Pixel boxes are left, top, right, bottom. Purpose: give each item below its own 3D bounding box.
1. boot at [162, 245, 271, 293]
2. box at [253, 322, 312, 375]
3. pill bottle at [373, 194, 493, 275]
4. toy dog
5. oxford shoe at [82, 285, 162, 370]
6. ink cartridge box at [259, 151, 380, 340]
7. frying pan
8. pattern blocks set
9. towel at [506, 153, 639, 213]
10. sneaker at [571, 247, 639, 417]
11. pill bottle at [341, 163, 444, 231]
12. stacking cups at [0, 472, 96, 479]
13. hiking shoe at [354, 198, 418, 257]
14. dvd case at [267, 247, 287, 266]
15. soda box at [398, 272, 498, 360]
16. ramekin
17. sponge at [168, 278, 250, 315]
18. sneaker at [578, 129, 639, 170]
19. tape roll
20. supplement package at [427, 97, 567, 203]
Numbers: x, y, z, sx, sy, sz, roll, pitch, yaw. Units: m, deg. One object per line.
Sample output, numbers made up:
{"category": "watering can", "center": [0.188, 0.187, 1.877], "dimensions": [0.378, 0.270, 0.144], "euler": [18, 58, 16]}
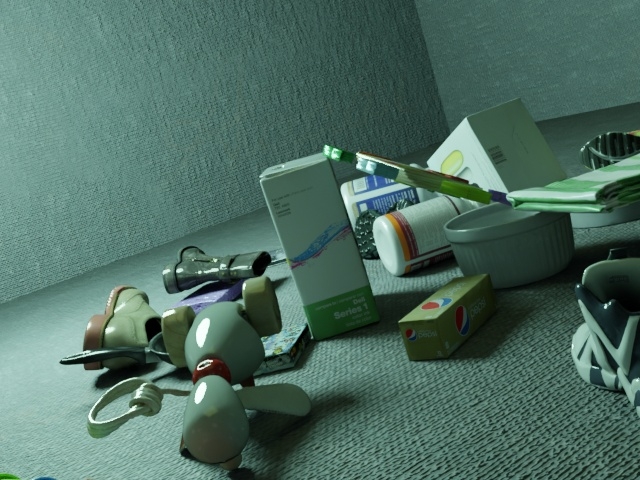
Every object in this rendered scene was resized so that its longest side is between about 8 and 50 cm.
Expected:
{"category": "boot", "center": [-0.223, 0.061, 1.931], "dimensions": [0.229, 0.091, 0.263], "euler": [-9, 13, 8]}
{"category": "box", "center": [-0.073, 0.171, 1.308], "dimensions": [0.094, 0.027, 0.137], "euler": [-16, 9, 14]}
{"category": "pill bottle", "center": [0.224, -0.020, 1.626], "dimensions": [0.221, 0.121, 0.121], "euler": [-19, 9, -12]}
{"category": "toy dog", "center": [-0.119, 0.187, 1.056], "dimensions": [0.220, 0.160, 0.333], "euler": [-10, 26, 23]}
{"category": "oxford shoe", "center": [-0.358, 0.174, 1.623], "dimensions": [0.130, 0.122, 0.348], "euler": [5, 14, -3]}
{"category": "ink cartridge box", "center": [0.000, 0.000, 1.410], "dimensions": [0.117, 0.278, 0.201], "euler": [-18, 9, 3]}
{"category": "frying pan", "center": [-0.245, 0.184, 1.398], "dimensions": [0.326, 0.053, 0.197], "euler": [-19, 15, -31]}
{"category": "pattern blocks set", "center": [0.162, -0.099, 1.348], "dimensions": [0.325, 0.026, 0.285], "euler": [12, 10, -27]}
{"category": "towel", "center": [0.472, -0.105, 1.254], "dimensions": [0.325, 0.038, 0.248], "euler": [-20, 8, -17]}
{"category": "sneaker", "center": [0.298, 0.073, 0.824], "dimensions": [0.094, 0.153, 0.235], "euler": [-15, 9, 6]}
{"category": "pill bottle", "center": [0.195, -0.103, 2.084], "dimensions": [0.265, 0.153, 0.153], "euler": [-15, 9, 8]}
{"category": "stacking cups", "center": [-0.256, 0.269, 0.825], "dimensions": [0.316, 0.096, 0.096], "euler": [-12, 10, 30]}
{"category": "hiking shoe", "center": [0.170, -0.011, 1.833], "dimensions": [0.132, 0.113, 0.304], "euler": [12, -9, -21]}
{"category": "dvd case", "center": [-0.063, 0.028, 2.193], "dimensions": [0.221, 0.018, 0.164], "euler": [-15, 9, 8]}
{"category": "soda box", "center": [0.181, 0.103, 1.162], "dimensions": [0.061, 0.058, 0.181], "euler": [-10, 12, 37]}
{"category": "ramekin", "center": [0.314, 0.002, 1.372], "dimensions": [0.207, 0.109, 0.207], "euler": [-17, 8, 3]}
{"category": "sponge", "center": [-0.244, 0.126, 1.883], "dimensions": [0.117, 0.031, 0.210], "euler": [-13, 9, 18]}
{"category": "sneaker", "center": [0.593, -0.170, 1.583], "dimensions": [0.209, 0.081, 0.094], "euler": [-8, 3, 11]}
{"category": "tape roll", "center": [0.563, -0.090, 1.598], "dimensions": [0.219, 0.072, 0.219], "euler": [-16, 9, 3]}
{"category": "supplement package", "center": [0.358, -0.147, 1.735], "dimensions": [0.149, 0.194, 0.203], "euler": [-21, -14, -23]}
